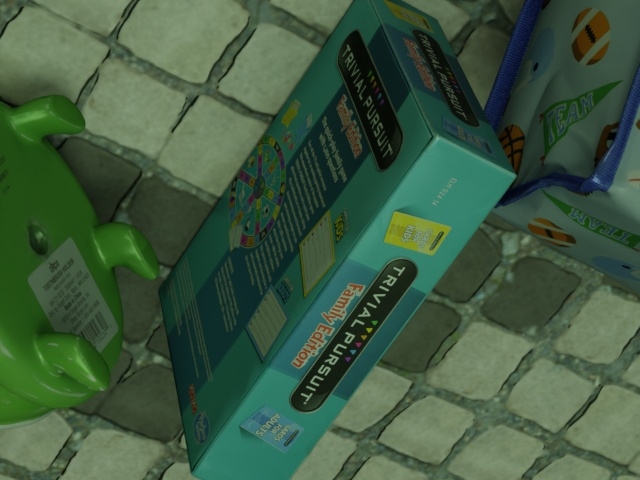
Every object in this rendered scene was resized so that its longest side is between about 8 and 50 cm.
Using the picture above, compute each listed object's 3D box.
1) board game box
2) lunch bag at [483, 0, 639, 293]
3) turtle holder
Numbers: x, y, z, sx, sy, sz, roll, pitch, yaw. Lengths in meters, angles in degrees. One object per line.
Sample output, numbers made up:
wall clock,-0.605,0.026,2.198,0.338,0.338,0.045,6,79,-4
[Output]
board game box,0.000,0.000,1.478,0.079,0.254,0.336,25,115,-25
lunch bag,0.327,-0.141,1.445,0.327,0.239,0.385,26,77,-26
turtle holder,-0.300,0.009,1.437,0.227,0.243,0.320,-21,135,23
